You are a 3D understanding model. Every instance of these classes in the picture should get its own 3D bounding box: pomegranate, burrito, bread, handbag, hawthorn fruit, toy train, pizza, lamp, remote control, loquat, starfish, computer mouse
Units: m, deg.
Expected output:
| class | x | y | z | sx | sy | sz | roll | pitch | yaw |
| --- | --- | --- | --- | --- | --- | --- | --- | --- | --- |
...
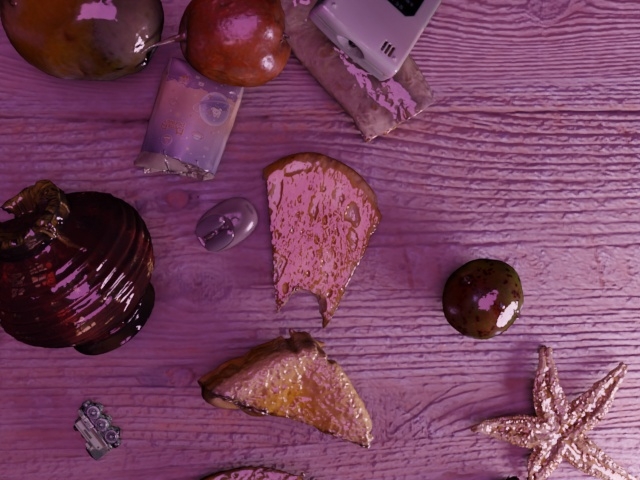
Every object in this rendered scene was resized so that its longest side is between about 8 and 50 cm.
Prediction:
| class | x | y | z | sx | sy | sz | roll | pitch | yaw |
| --- | --- | --- | --- | --- | --- | --- | --- | --- | --- |
| pomegranate | 0.245 | 0.091 | 1.315 | 0.130 | 0.130 | 0.130 | 0 | 93 | -6 |
| burrito | 0.038 | -0.287 | 1.281 | 0.143 | 0.105 | 0.299 | -39 | 98 | 1 |
| bread | -0.039 | 0.195 | 1.262 | 0.252 | 0.174 | 0.133 | 18 | 87 | -8 |
| handbag | -0.188 | -0.164 | 1.272 | 0.117 | 0.095 | 0.173 | 18 | 83 | -8 |
| hawthorn fruit | -0.129 | -0.288 | 1.201 | 0.189 | 0.149 | 0.149 | 17 | 91 | -11 |
| toy train | -0.331 | 0.277 | 1.304 | 0.053 | 0.033 | 0.083 | -36 | 96 | 0 |
| pizza | 0.000 | 0.000 | 1.325 | 0.181 | 0.034 | 0.262 | 2 | 92 | -6 |
| lamp | -0.339 | 0.034 | 1.192 | 0.247 | 0.247 | 0.247 | 0 | 93 | -6 |
| remote control | 0.122 | -0.391 | 1.246 | 0.145 | 0.050 | 0.344 | 39 | 66 | -16 |
| loquat | -0.319 | -0.306 | 1.201 | 0.227 | 0.179 | 0.179 | 7 | 92 | 11 |
| starfish | 0.390 | 0.280 | 1.376 | 0.295 | 0.048 | 0.231 | 23 | 90 | -8 |
| computer mouse | -0.138 | -0.023 | 1.306 | 0.096 | 0.039 | 0.066 | -33 | 96 | -3 |

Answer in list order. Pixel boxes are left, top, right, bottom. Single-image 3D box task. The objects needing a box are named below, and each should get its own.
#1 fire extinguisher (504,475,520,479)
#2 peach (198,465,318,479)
| class | x | y | z | sx | sy | sz | roll | pitch | yaw |
| --- | --- | --- | --- | --- | --- | --- | --- | --- | --- |
| fire extinguisher | 0.215 | 0.449 | 1.359 | 0.231 | 0.071 | 0.099 | -25 | 123 | -4 |
| peach | -0.114 | 0.427 | 1.320 | 0.279 | 0.068 | 0.189 | -23 | 87 | -3 |
